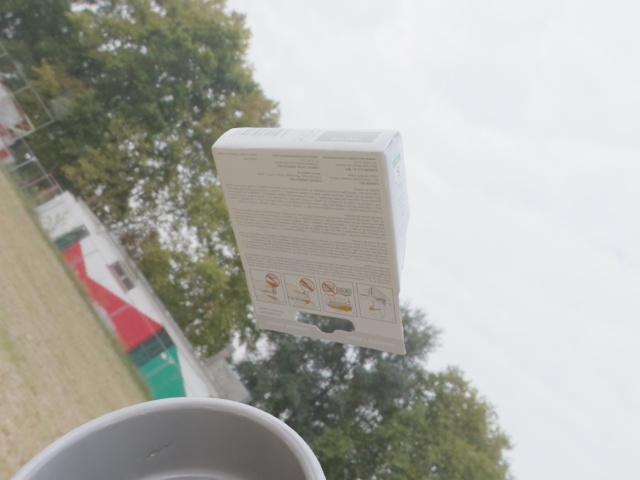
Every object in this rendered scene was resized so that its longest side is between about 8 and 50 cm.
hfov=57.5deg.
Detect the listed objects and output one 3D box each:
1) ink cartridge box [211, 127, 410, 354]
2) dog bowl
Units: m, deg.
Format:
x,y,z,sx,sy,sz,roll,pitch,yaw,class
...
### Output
x,y,z,sx,sy,sz,roll,pitch,yaw,class
0.000,0.000,0.583,0.181,0.056,0.224,6,-54,27,ink cartridge box
-0.143,0.279,0.534,0.349,0.349,0.102,32,-50,50,dog bowl
